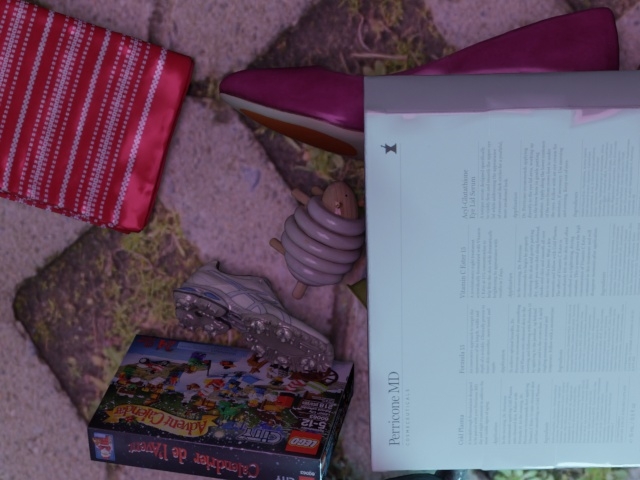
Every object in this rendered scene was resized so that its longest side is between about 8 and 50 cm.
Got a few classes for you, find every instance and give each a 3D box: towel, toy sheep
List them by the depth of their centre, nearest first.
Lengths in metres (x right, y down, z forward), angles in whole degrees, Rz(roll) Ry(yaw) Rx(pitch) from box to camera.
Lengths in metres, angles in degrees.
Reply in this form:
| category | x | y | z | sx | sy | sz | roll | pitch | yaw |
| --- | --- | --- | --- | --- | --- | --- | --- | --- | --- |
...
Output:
| category | x | y | z | sx | sy | sz | roll | pitch | yaw |
| --- | --- | --- | --- | --- | --- | --- | --- | --- | --- |
| toy sheep | 0.000 | 0.000 | 1.683 | 0.091 | 0.091 | 0.132 | 25 | 114 | 8 |
| towel | -0.279 | -0.130 | 1.693 | 0.275 | 0.031 | 0.199 | 16 | 99 | -18 |

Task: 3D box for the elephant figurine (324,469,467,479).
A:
| category | x | y | z | sx | sy | sz | roll | pitch | yaw |
| --- | --- | --- | --- | --- | --- | --- | --- | --- | --- |
| elephant figurine | 0.011 | 0.301 | 1.671 | 0.239 | 0.186 | 0.169 | 9 | 133 | 11 |

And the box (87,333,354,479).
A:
| category | x | y | z | sx | sy | sz | roll | pitch | yaw |
| --- | --- | --- | --- | --- | --- | --- | --- | --- | --- |
| box | -0.095 | 0.168 | 1.678 | 0.233 | 0.159 | 0.044 | 6 | 123 | 10 |

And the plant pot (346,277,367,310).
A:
| category | x | y | z | sx | sy | sz | roll | pitch | yaw |
| --- | --- | --- | --- | --- | --- | --- | --- | --- | --- |
| plant pot | 0.082 | 0.052 | 1.678 | 0.079 | 0.083 | 0.083 | -39 | 88 | 1 |

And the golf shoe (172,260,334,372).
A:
| category | x | y | z | sx | sy | sz | roll | pitch | yaw |
| --- | --- | --- | --- | --- | --- | --- | --- | --- | --- |
| golf shoe | -0.057 | 0.069 | 1.700 | 0.176 | 0.086 | 0.069 | 23 | 140 | 11 |

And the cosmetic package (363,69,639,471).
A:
| category | x | y | z | sx | sy | sz | roll | pitch | yaw |
| --- | --- | --- | --- | --- | --- | --- | --- | --- | --- |
| cosmetic package | 0.183 | 0.033 | 1.559 | 0.284 | 0.097 | 0.377 | -2 | 117 | 0 |

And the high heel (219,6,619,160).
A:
| category | x | y | z | sx | sy | sz | roll | pitch | yaw |
| --- | --- | --- | --- | --- | --- | --- | --- | --- | --- |
| high heel | 0.096 | -0.166 | 1.645 | 0.377 | 0.127 | 0.181 | 13 | 82 | 8 |

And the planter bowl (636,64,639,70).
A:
| category | x | y | z | sx | sy | sz | roll | pitch | yaw |
| --- | --- | --- | --- | --- | --- | --- | --- | --- | --- |
| planter bowl | 0.368 | -0.123 | 1.582 | 0.162 | 0.109 | 0.162 | 1 | 97 | 11 |
